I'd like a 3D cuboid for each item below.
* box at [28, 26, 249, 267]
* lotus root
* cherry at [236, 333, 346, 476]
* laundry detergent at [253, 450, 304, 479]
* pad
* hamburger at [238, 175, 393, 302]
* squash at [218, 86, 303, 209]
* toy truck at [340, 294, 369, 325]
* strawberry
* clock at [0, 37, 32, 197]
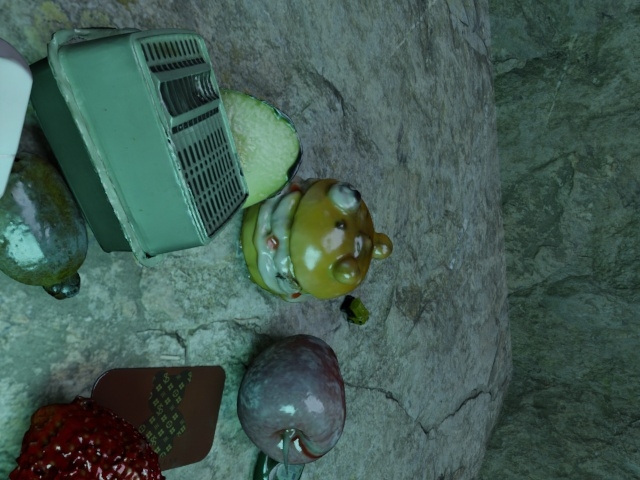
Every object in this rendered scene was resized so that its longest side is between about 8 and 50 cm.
[{"bbox_3d":[-0.224,-0.129,0.590,0.220,0.166,0.290,-70,149,-63],"label":"box"},{"bbox_3d":[-0.345,-0.011,0.541,0.113,0.088,0.192,-37,125,-43],"label":"lotus root"},{"bbox_3d":[-0.054,0.318,0.886,0.285,0.213,0.236,-80,172,-49],"label":"cherry"},{"bbox_3d":[-0.072,0.449,1.001,0.137,0.063,0.210,42,60,-41],"label":"laundry detergent"},{"bbox_3d":[-0.270,0.304,0.756,0.267,0.004,0.181,19,79,-54],"label":"pad"},{"bbox_3d":[0.000,0.000,0.902,0.276,0.237,0.276,-9,101,-56],"label":"hamburger"},{"bbox_3d":[-0.154,-0.160,0.740,0.204,0.155,0.236,-39,126,-47],"label":"squash"},{"bbox_3d":[0.097,0.192,1.210,0.049,0.054,0.083,-60,138,-31],"label":"toy truck"},{"bbox_3d":[-0.306,0.301,0.569,0.184,0.187,0.201,-49,124,-87],"label":"strawberry"},{"bbox_3d":[-0.406,-0.166,0.277,0.184,0.325,0.342,-52,159,27],"label":"clock"}]
